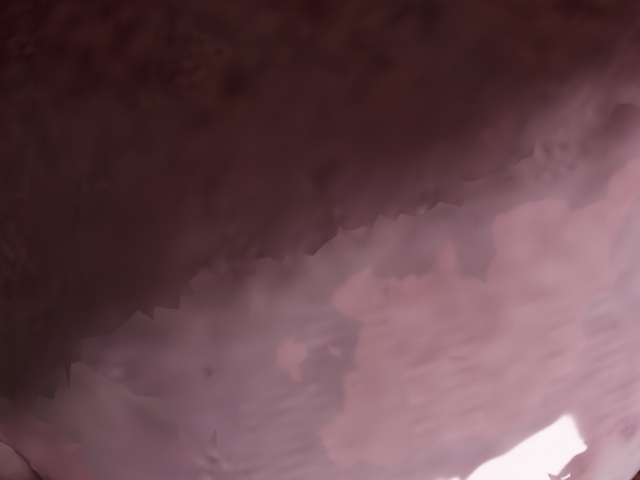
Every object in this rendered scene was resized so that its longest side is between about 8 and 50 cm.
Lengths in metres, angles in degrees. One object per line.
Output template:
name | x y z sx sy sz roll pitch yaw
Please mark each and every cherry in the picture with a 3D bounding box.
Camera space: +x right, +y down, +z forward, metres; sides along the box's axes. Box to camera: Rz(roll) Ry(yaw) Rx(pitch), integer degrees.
cherry | 0.002 0.013 0.668 0.291 0.335 0.326 1 94 -79

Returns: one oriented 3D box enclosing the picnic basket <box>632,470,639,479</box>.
picnic basket | 0.177 0.076 0.894 0.129 0.222 0.297 12 151 -20
